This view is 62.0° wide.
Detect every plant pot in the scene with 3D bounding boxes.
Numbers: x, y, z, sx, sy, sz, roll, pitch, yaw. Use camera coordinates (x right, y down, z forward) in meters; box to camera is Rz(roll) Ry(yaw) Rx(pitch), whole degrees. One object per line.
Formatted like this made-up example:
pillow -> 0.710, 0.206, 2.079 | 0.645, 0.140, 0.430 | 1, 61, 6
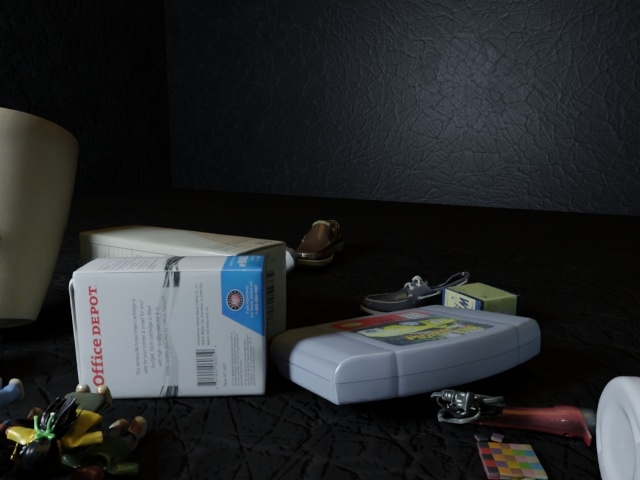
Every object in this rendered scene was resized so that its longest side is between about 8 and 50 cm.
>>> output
plant pot -> -0.487, -0.014, 0.773 | 0.256, 0.274, 0.256 | -7, -12, -1

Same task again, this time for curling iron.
curling iron -> 0.242, 0.174, 0.501 | 0.274, 0.035, 0.068 | 5, -15, 12

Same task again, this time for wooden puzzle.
wooden puzzle -> 0.169, 0.196, 0.474 | 0.049, 0.006, 0.083 | 2, 10, 5

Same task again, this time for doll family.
doll family -> -0.248, 0.164, 0.451 | 0.192, 0.076, 0.111 | 0, 12, 4

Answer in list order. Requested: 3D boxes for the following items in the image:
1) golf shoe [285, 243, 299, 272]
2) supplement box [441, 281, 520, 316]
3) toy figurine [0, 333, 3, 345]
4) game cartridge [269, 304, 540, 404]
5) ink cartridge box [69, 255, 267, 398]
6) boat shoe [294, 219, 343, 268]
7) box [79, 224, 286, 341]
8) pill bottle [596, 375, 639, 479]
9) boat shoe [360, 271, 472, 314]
golf shoe -> -0.142, 0.050, 1.104 | 0.198, 0.077, 0.094 | 1, 24, 25
supplement box -> 0.247, 0.105, 0.827 | 0.083, 0.056, 0.083 | -5, 12, -28
toy figurine -> -0.487, 0.063, 0.594 | 0.209, 0.213, 0.148 | 1, 0, -2
game cartridge -> 0.109, 0.127, 0.642 | 0.294, 0.060, 0.196 | -5, 6, -29
ink cartridge box -> -0.164, 0.095, 0.612 | 0.203, 0.148, 0.086 | 0, 12, -3
boat shoe -> -0.008, 0.000, 1.270 | 0.095, 0.095, 0.257 | 3, 11, 13
box -> -0.212, 0.062, 0.803 | 0.311, 0.148, 0.121 | 8, 12, 29
pill bottle -> 0.322, 0.162, 0.392 | 0.193, 0.108, 0.108 | 3, 11, 10
boat shoe -> 0.164, 0.087, 0.896 | 0.206, 0.065, 0.075 | -2, 11, -15
